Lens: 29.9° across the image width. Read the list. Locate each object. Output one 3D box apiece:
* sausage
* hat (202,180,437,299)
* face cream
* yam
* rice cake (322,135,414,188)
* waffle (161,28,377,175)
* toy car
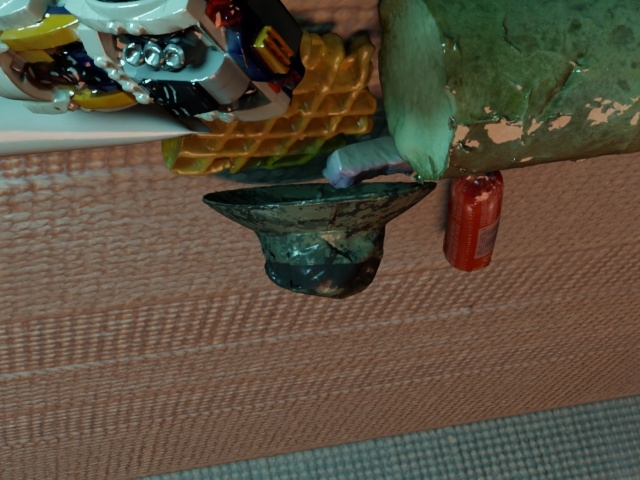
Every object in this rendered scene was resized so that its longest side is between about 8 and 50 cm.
[{"bbox_3d":[0.203,-0.038,1.591,0.074,0.074,0.274,-13,158,-1],"label":"sausage"},{"bbox_3d":[0.000,0.000,1.360,0.265,0.128,0.265,-1,-176,0],"label":"hat"},{"bbox_3d":[-0.268,-0.114,1.104,0.314,0.089,0.143,0,-163,-24],"label":"face cream"},{"bbox_3d":[0.217,-0.167,1.130,0.300,0.195,0.195,-11,158,-8],"label":"yam"},{"bbox_3d":[0.132,-0.107,1.346,0.290,0.051,0.081,-17,177,-27],"label":"rice cake"},{"bbox_3d":[-0.030,-0.143,1.229,0.219,0.057,0.229,-3,155,-28],"label":"waffle"},{"bbox_3d":[-0.156,-0.161,0.930,0.301,0.118,0.193,11,162,31],"label":"toy car"}]
